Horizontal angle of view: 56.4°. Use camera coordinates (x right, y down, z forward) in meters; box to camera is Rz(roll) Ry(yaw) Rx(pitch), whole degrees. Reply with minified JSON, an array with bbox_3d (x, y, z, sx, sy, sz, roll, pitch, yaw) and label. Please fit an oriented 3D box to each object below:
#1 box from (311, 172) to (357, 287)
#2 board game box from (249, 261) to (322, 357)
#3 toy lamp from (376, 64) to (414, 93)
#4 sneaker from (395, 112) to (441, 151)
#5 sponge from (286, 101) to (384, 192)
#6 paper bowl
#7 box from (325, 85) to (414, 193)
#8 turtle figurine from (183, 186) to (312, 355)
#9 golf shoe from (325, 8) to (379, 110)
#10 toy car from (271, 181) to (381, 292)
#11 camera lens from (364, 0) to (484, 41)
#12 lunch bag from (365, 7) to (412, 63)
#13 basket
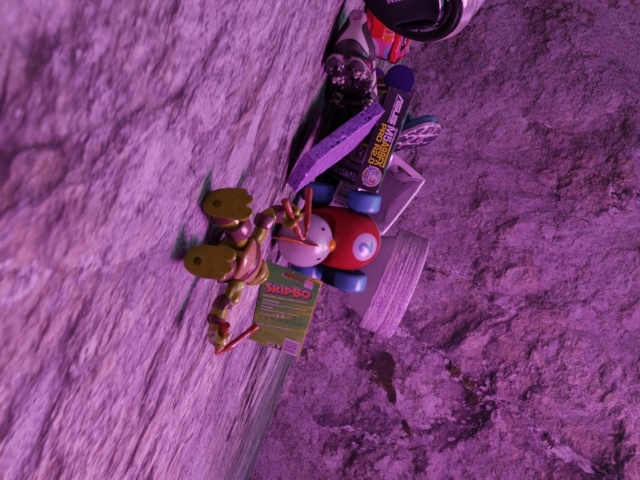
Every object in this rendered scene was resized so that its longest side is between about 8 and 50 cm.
[{"bbox_3d":[0.061,-0.056,1.608,0.294,0.183,0.296,96,17,-69],"label":"box"},{"bbox_3d":[-0.078,0.149,1.306,0.039,0.124,0.259,-66,174,-46],"label":"board game box"},{"bbox_3d":[0.148,-0.385,1.446,0.274,0.080,0.080,-131,-121,-70],"label":"toy lamp"},{"bbox_3d":[0.166,-0.257,1.339,0.275,0.107,0.109,-169,-104,-65],"label":"sneaker"},{"bbox_3d":[0.030,-0.178,1.129,0.210,0.031,0.117,-40,175,-33],"label":"sponge"},{"bbox_3d":[0.169,0.102,1.577,0.284,0.148,0.284,23,90,-84],"label":"paper bowl"},{"bbox_3d":[0.092,-0.234,1.329,0.216,0.060,0.270,-70,-159,8],"label":"box"},{"bbox_3d":[-0.099,0.009,0.764,0.269,0.087,0.217,-59,165,-13],"label":"turtle figurine"},{"bbox_3d":[0.071,-0.328,1.145,0.273,0.105,0.120,79,22,-83],"label":"golf shoe"},{"bbox_3d":[0.000,0.000,1.241,0.238,0.210,0.219,-18,119,-68],"label":"toy car"},{"bbox_3d":[0.203,-0.485,0.981,0.274,0.219,0.219,-53,169,-19],"label":"camera lens"},{"bbox_3d":[0.175,-0.547,1.313,0.258,0.120,0.293,-52,161,-60],"label":"lunch bag"},{"bbox_3d":[0.144,-0.109,1.393,0.167,0.113,0.103,-51,-176,0],"label":"basket"}]
